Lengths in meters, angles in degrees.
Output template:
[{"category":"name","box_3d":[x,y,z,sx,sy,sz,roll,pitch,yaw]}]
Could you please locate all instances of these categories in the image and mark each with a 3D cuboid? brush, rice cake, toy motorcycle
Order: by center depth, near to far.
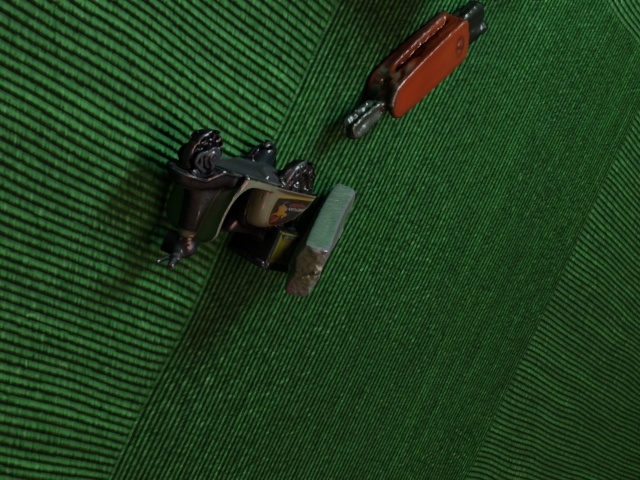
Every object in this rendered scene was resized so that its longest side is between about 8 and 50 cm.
[{"category":"toy motorcycle","box_3d":[-0.100,-0.043,1.487,0.263,0.091,0.157,8,108,-59]},{"category":"rice cake","box_3d":[0.000,0.000,1.618,0.222,0.042,0.080,-64,179,-66]},{"category":"brush","box_3d":[0.124,-0.229,1.732,0.323,0.051,0.070,-44,148,-36]}]
